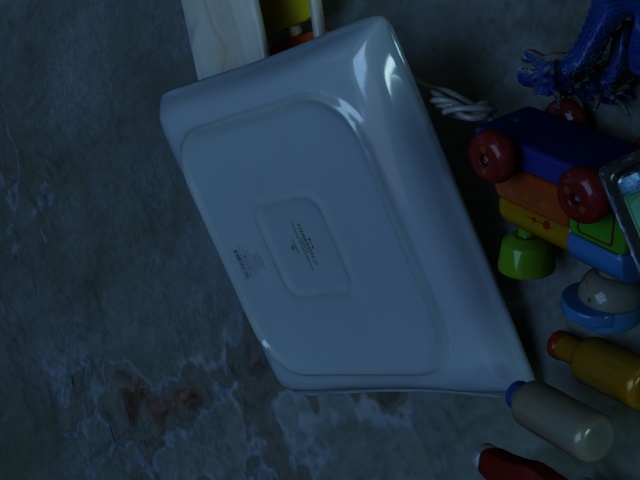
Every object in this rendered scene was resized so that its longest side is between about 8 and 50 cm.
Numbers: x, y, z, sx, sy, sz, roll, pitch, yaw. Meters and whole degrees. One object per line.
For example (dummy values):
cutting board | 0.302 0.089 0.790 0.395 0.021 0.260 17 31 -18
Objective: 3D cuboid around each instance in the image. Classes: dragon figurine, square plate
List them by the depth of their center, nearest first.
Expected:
dragon figurine | 0.253 -0.158 0.780 0.289 0.085 0.144 2 101 54
square plate | 0.000 0.000 1.056 0.344 0.049 0.347 -9 109 50

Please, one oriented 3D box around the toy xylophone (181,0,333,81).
toy xylophone | -0.047 -0.212 1.103 0.236 0.081 0.323 5 106 51

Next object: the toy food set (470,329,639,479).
toy food set | 0.187 0.193 0.911 0.104 0.111 0.232 27 118 57

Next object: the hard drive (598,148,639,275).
hard drive | 0.334 0.007 0.542 0.339 0.064 0.237 -24 77 18

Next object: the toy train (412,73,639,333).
toy train | 0.160 -0.035 0.915 0.248 0.105 0.143 30 132 43
